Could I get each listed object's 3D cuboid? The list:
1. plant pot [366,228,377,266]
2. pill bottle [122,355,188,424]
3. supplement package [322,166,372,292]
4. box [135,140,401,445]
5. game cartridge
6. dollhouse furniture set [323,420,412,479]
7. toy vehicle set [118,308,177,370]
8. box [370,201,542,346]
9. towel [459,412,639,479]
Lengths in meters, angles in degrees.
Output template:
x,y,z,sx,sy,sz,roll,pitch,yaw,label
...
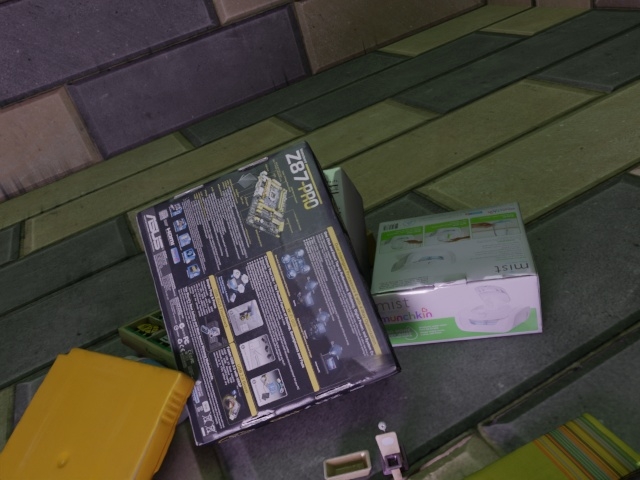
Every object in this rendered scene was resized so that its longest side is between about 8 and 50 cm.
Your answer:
x,y,z,sx,sy,sz,roll,pitch,yaw,label
0.067,0.021,1.193,0.083,0.081,0.081,-35,33,-14,plant pot
-0.294,0.255,0.985,0.160,0.087,0.087,13,42,42,pill bottle
0.000,0.000,1.061,0.149,0.194,0.203,-9,75,14,supplement package
-0.093,0.077,0.904,0.318,0.097,0.395,-24,70,7,box
-0.355,0.324,0.823,0.285,0.052,0.323,3,57,32,game cartridge
0.055,0.290,0.743,0.114,0.081,0.091,-15,30,5,dollhouse furniture set
-0.243,0.183,1.088,0.267,0.035,0.166,12,27,41,toy vehicle set
0.232,0.054,0.997,0.262,0.126,0.231,-9,32,15,box
0.263,0.295,0.692,0.237,0.021,0.102,-24,25,-9,towel
